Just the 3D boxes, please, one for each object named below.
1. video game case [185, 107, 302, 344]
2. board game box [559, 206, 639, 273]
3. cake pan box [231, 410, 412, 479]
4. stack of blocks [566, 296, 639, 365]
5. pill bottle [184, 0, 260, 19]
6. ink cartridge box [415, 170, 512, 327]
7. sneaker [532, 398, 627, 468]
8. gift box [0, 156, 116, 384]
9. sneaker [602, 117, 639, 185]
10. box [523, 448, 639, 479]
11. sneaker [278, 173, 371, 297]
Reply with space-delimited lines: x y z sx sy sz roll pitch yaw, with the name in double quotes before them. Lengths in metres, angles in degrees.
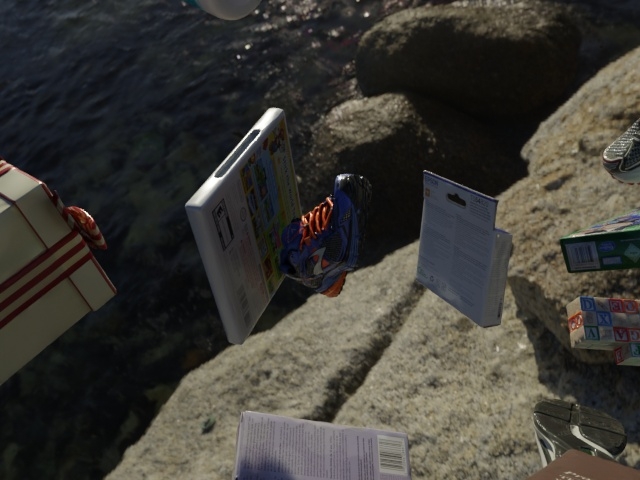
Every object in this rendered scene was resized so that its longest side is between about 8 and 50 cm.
"video game case" -0.082 -0.017 0.798 0.026 0.226 0.206 11 45 21
"board game box" 0.449 -0.022 0.654 0.214 0.046 0.317 -15 3 -35
"cake pan box" 0.001 0.359 0.828 0.246 0.070 0.266 11 46 -13
"stack of blocks" 0.869 0.261 1.803 0.298 0.087 0.171 4 65 -5
"pill bottle" -0.221 -0.481 1.072 0.264 0.146 0.146 32 73 28
"ink cartridge box" 0.246 0.006 1.111 0.045 0.223 0.223 -7 22 -21
"sneaker" 0.437 0.462 1.120 0.169 0.447 0.257 12 101 14
"gift box" -0.476 0.015 0.919 0.255 0.276 0.258 26 55 34
"sneaker" 0.420 -0.179 0.746 0.112 0.299 0.120 29 61 7
"box" 0.158 0.213 0.283 0.169 0.203 0.166 10 87 34
"sneaker" 0.000 0.000 0.717 0.087 0.221 0.083 13 57 -6
